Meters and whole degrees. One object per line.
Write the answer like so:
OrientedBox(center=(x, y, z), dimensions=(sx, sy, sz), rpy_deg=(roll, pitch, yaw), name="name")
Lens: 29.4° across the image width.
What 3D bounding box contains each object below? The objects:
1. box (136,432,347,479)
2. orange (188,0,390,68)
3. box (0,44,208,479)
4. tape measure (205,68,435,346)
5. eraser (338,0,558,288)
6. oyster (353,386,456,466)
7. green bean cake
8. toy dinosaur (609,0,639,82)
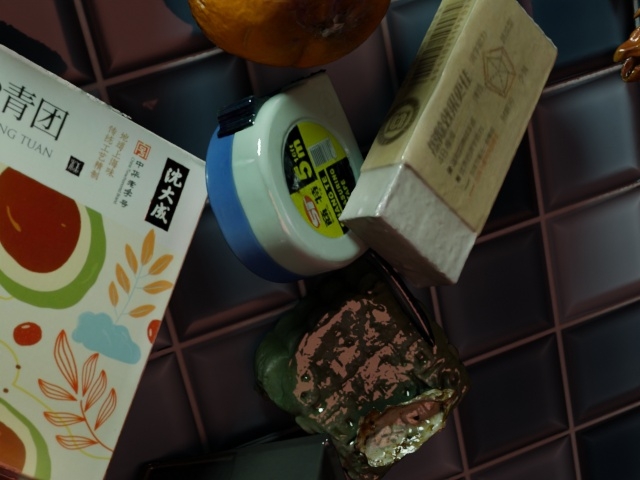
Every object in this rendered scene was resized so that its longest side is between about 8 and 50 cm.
OrientedBox(center=(-0.068, 0.439, 1.447), dimensions=(0.251, 0.204, 0.345), rpy_deg=(-12, 117, 18), name="box")
OrientedBox(center=(-0.028, -0.271, 1.254), dimensions=(0.224, 0.170, 0.224), rpy_deg=(-20, 147, -14), name="orange")
OrientedBox(center=(-0.327, 0.027, 1.197), dimensions=(0.345, 0.122, 0.385), rpy_deg=(29, 68, -28), name="box")
OrientedBox(center=(0.000, 0.000, 1.330), dimensions=(0.215, 0.098, 0.351), rpy_deg=(-35, 103, -53), name="tape measure")
OrientedBox(center=(0.149, -0.124, 1.362), dimensions=(0.144, 0.078, 0.343), rpy_deg=(41, 61, -28), name="eraser")
OrientedBox(center=(0.102, 0.219, 1.444), dimensions=(0.132, 0.029, 0.086), rpy_deg=(-7, 108, -15), name="oyster")
OrientedBox(center=(0.047, 0.160, 1.492), dimensions=(0.222, 0.125, 0.227), rpy_deg=(-42, 113, -3), name="green bean cake")
OrientedBox(center=(0.424, -0.398, 1.445), dimensions=(0.208, 0.097, 0.432), rpy_deg=(10, 109, -38), name="toy dinosaur")
